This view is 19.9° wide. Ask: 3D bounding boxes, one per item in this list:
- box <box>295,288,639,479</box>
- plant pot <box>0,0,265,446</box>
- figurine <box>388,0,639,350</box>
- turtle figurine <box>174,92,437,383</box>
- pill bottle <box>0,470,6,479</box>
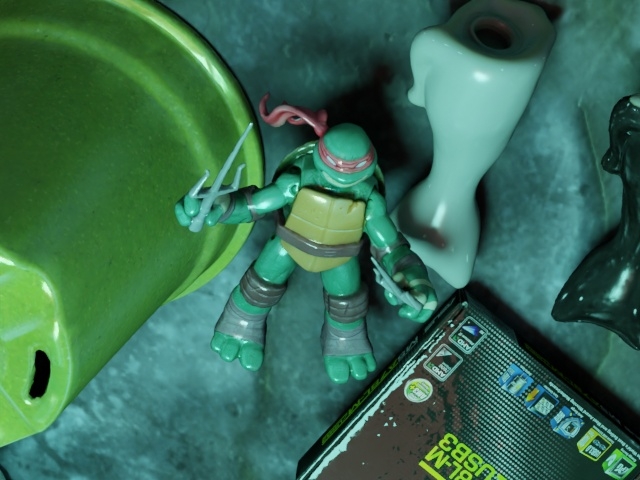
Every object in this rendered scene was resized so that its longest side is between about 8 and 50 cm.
[{"bbox_3d":[0.111,0.160,1.315,0.191,0.045,0.184,40,101,-10],"label":"box"},{"bbox_3d":[-0.204,-0.005,1.212,0.276,0.254,0.276,8,123,12],"label":"plant pot"},{"bbox_3d":[0.147,-0.035,1.191,0.215,0.092,0.209,19,129,7],"label":"figurine"},{"bbox_3d":[0.000,0.000,1.196,0.175,0.118,0.234,22,141,7],"label":"turtle figurine"},{"bbox_3d":[-0.339,0.244,1.510,0.094,0.094,0.169,41,124,-11],"label":"pill bottle"}]
